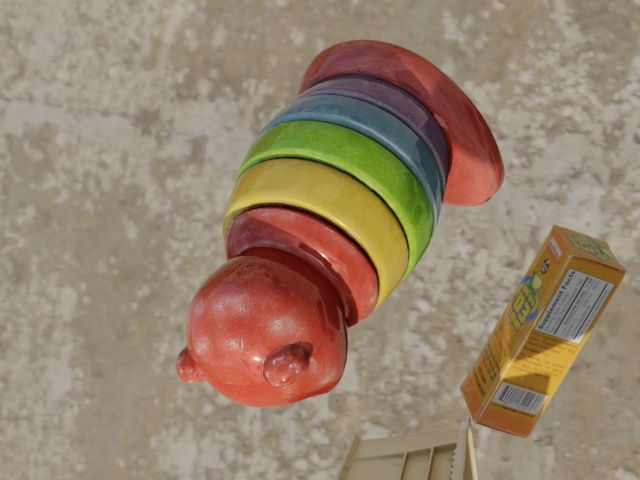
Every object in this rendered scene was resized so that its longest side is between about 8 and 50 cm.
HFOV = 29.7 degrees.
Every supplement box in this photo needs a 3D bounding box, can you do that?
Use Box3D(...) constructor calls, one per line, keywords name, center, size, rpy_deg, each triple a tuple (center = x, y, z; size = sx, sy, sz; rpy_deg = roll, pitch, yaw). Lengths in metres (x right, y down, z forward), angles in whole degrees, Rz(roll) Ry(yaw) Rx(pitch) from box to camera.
Box3D(name="supplement box", center=(0.244, 0.102, 1.341), size=(0.233, 0.080, 0.078), rpy_deg=(-63, 18, 21))

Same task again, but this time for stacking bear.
Box3D(name="stacking bear", center=(0.000, 0.000, 0.882), size=(0.175, 0.164, 0.289), rpy_deg=(2, 44, 30))

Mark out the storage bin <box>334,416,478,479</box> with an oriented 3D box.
Box3D(name="storage bin", center=(0.090, 0.334, 1.116), size=(0.123, 0.260, 0.262), rpy_deg=(-6, 99, 10))
